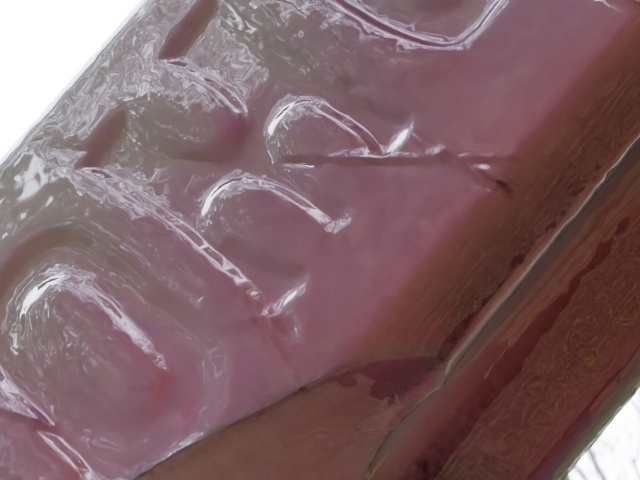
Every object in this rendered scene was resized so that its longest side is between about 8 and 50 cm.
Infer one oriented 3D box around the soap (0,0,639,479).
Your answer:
[{"bbox_3d":[0.000,0.000,0.581,0.324,0.193,0.109,-50,-45,-5],"label":"soap"}]
